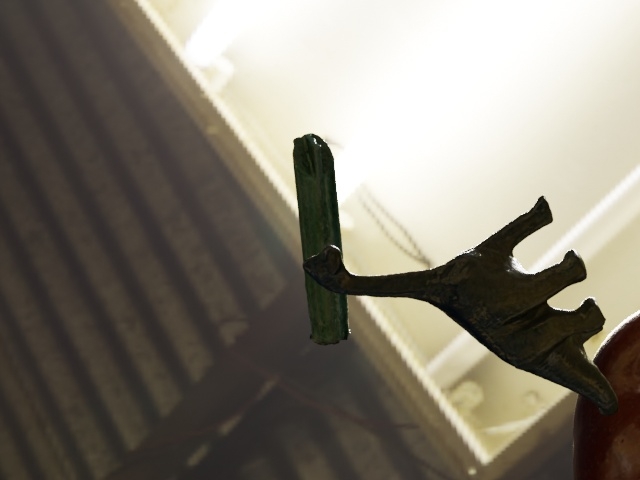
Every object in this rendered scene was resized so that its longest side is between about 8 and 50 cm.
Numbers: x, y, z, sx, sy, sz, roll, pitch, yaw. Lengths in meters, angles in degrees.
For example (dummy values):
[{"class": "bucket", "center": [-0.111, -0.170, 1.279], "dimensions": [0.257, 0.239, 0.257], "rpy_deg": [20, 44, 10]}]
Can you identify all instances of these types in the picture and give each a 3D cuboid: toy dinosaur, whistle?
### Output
[{"class": "toy dinosaur", "center": [0.121, 0.073, 1.146], "dimensions": [0.188, 0.248, 0.075], "rpy_deg": [-25, -152, 7]}, {"class": "whistle", "center": [0.000, 0.000, 1.302], "dimensions": [0.039, 0.039, 0.186], "rpy_deg": [19, -55, 43]}]

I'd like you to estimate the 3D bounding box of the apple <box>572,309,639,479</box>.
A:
[{"class": "apple", "center": [0.412, 0.209, 1.519], "dimensions": [0.348, 0.277, 0.348], "rpy_deg": [-23, -142, 20]}]
